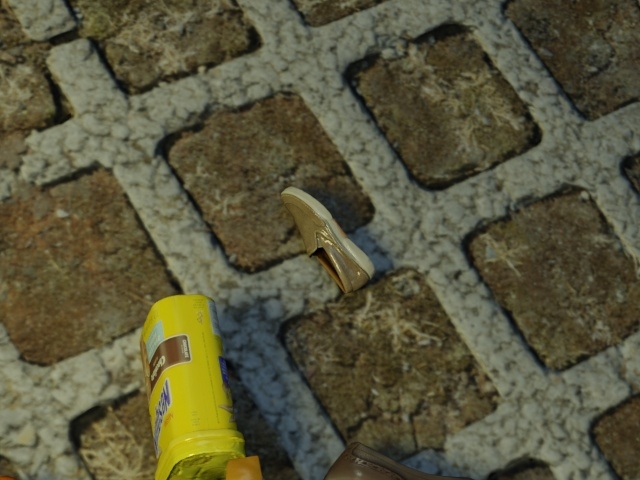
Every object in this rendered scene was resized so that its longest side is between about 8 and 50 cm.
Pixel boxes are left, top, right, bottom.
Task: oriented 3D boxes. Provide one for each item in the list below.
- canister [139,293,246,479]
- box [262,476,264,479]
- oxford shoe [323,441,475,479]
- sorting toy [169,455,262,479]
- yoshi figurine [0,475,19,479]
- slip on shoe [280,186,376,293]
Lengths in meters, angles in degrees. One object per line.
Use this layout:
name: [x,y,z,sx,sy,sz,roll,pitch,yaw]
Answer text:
canister: [-0.128,0.152,1.605,0.073,0.126,0.170,-2,60,-18]
box: [-0.079,0.328,1.530,0.147,0.077,0.180,-28,72,-16]
oxford shoe: [0.170,0.303,1.613,0.363,0.130,0.133,25,49,-4]
sorting toy: [-0.102,0.348,1.454,0.229,0.041,0.307,-9,69,-7]
yoshi figurine: [-0.437,0.196,1.457,0.362,0.203,0.203,15,42,-6]
slip on shoe: [0.000,0.000,1.778,0.041,0.051,0.135,-41,85,-19]
